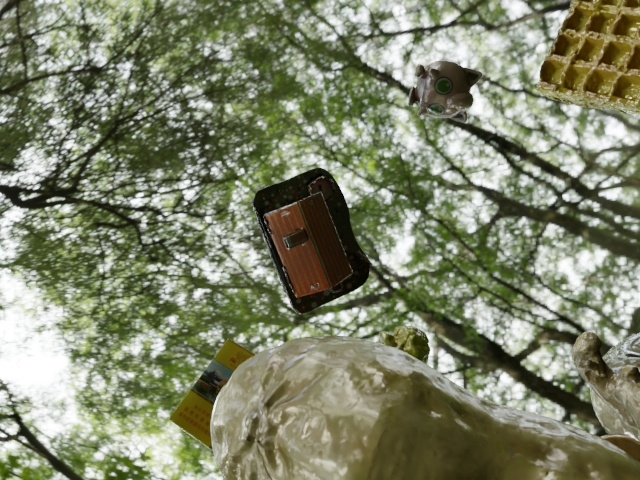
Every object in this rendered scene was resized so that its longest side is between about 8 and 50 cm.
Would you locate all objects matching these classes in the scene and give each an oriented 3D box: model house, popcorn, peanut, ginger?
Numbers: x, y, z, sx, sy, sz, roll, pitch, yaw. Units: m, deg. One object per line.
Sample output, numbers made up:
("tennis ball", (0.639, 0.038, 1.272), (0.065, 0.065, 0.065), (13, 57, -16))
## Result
("model house", (-0.001, -0.001, 1.441), (0.206, 0.154, 0.294), (-23, -83, -12))
("popcorn", (0.196, 0.302, 1.673), (0.155, 0.197, 0.198), (-7, -92, 0))
("peanut", (0.090, 0.182, 0.503), (0.170, 0.386, 0.192), (-66, -23, -19))
("ginger", (0.380, 0.217, 0.750), (0.065, 0.259, 0.149), (-40, -52, 8))

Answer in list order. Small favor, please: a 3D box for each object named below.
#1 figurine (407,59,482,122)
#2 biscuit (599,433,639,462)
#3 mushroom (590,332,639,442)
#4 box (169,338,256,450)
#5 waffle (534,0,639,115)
("figurine", (0.258, -0.314, 1.419), (0.137, 0.125, 0.125), (17, -113, 2))
("biscuit", (0.256, 0.319, 0.607), (0.269, 0.375, 0.051), (-58, -38, 1))
("mushroom", (0.574, 0.178, 0.982), (0.362, 0.362, 0.295), (-9, -95, -44))
("box", (-0.154, 0.236, 1.051), (0.155, 0.086, 0.023), (-54, -28, -21))
("waffle", (0.371, -0.228, 0.785), (0.055, 0.211, 0.161), (17, -82, -35))
